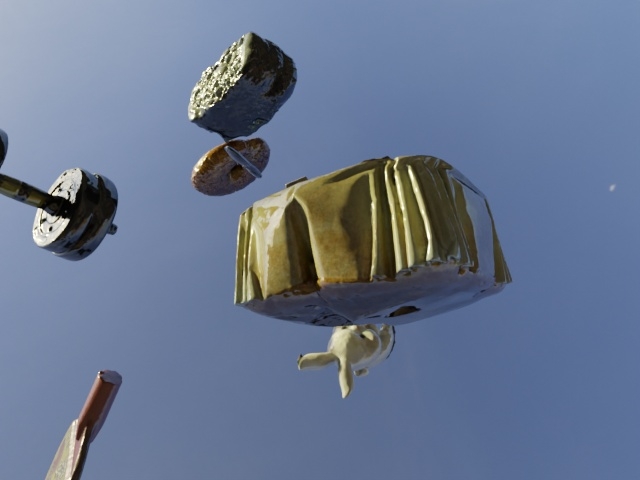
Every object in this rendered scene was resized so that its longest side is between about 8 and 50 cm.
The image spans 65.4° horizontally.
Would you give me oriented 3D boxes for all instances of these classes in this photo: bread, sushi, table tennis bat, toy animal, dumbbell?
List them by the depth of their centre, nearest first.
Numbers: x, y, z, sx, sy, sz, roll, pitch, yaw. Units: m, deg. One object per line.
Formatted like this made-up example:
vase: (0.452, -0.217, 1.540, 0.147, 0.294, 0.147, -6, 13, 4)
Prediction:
bread: (0.052, 0.016, 0.433, 0.192, 0.210, 0.109, -16, -107, 26)
toy animal: (0.040, 0.131, 0.612, 0.071, 0.124, 0.085, 29, -85, 24)
dumbbell: (-0.539, -0.089, 0.896, 0.185, 0.388, 0.185, -15, -118, 31)
sushi: (-0.144, -0.275, 0.928, 0.127, 0.225, 0.124, 23, -126, -38)
table tennis bat: (-0.507, 0.456, 1.009, 0.051, 0.268, 0.414, 24, -85, -25)
bread: (-0.197, -0.161, 1.111, 0.193, 0.193, 0.063, -26, -103, -18)

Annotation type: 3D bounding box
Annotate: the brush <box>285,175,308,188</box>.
brush: (0.000, 0.000, 1.233, 0.060, 0.050, 0.320, -24, -78, -9)

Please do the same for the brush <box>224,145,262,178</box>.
brush: (-0.071, -0.072, 0.470, 0.024, 0.083, 0.008, 33, -91, 13)
